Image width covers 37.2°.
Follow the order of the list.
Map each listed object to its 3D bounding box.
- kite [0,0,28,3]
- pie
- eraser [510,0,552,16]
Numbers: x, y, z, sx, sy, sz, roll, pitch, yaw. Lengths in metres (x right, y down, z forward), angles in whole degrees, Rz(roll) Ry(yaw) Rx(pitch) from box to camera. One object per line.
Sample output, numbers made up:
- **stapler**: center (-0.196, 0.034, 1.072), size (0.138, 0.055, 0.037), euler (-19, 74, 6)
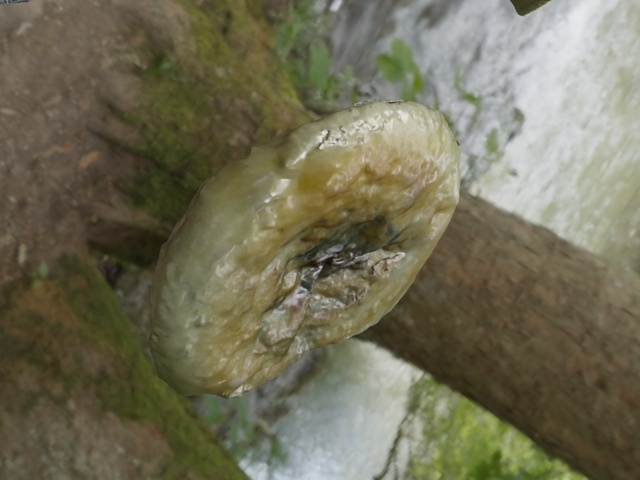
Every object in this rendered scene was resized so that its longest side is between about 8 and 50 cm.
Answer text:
- **kite**: center (-0.281, -0.307, 0.713), size (0.015, 0.152, 0.285), euler (-86, 171, -45)
- **pie**: center (-0.002, -0.002, 0.520), size (0.218, 0.052, 0.185), euler (-23, 144, -32)
- **eraser**: center (0.204, -0.271, 0.771), size (0.158, 0.069, 0.226), euler (-56, -178, 8)
